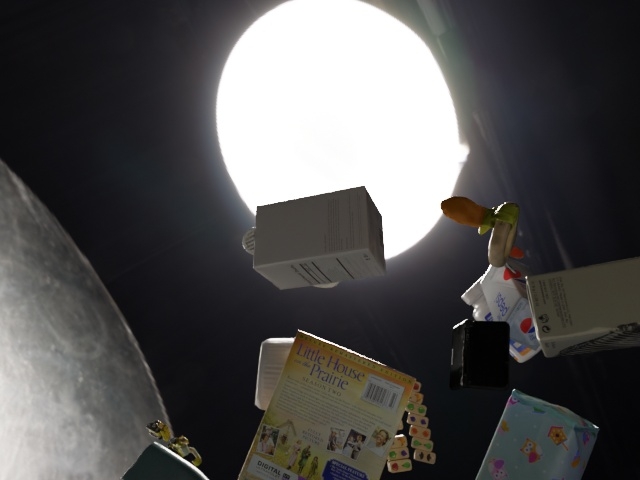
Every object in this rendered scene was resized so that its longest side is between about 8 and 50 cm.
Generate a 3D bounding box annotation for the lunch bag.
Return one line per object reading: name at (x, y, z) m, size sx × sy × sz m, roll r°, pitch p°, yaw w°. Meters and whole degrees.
lunch bag at (0.432, 0.430, 1.062) m, size 0.160 × 0.223 × 0.262 m, roll 21°, pitch -4°, yaw 40°

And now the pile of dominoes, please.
pile of dominoes at (0.207, 0.499, 1.487) m, size 0.040 × 0.196 × 0.251 m, roll 104°, pitch -20°, yaw -69°

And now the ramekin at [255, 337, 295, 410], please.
ramekin at (-0.113, 0.360, 1.450) m, size 0.207 × 0.109 × 0.207 m, roll -173°, pitch -90°, yaw -83°

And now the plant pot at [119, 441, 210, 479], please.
plant pot at (-0.218, 0.516, 0.860) m, size 0.252 × 0.248 × 0.247 m, roll -6°, pitch -57°, yaw 44°

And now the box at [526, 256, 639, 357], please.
box at (0.420, 0.080, 0.700) m, size 0.113 × 0.275 × 0.094 m, roll 40°, pitch 43°, yaw -54°

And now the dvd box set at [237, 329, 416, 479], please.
dvd box set at (0.009, 0.462, 1.270) m, size 0.307 × 0.420 × 0.062 m, roll 20°, pitch -9°, yaw 12°

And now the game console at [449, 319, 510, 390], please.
game console at (0.288, 0.212, 0.985) m, size 0.107 × 0.071 × 0.122 m, roll 110°, pitch -10°, yaw -68°

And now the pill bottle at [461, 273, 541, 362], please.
pill bottle at (0.584, 0.238, 1.711) m, size 0.272 × 0.152 × 0.152 m, roll 47°, pitch -20°, yaw 14°

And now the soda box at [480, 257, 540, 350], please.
soda box at (0.443, 0.128, 1.229) m, size 0.091 × 0.098 × 0.286 m, roll 25°, pitch 20°, yaw 0°

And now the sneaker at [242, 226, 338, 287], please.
sneaker at (-0.075, 0.041, 1.668) m, size 0.321 × 0.126 × 0.127 m, roll 26°, pitch 5°, yaw 6°

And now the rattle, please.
rattle at (0.320, -0.006, 1.059) m, size 0.199 × 0.143 × 0.130 m, roll 28°, pitch 62°, yaw -66°

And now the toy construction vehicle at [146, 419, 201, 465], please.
toy construction vehicle at (-0.274, 0.382, 1.024) m, size 0.098 × 0.035 × 0.086 m, roll 11°, pitch -52°, yaw 32°

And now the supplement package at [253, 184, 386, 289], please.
supplement package at (0.000, 0.000, 1.357) m, size 0.175 × 0.293 × 0.177 m, roll 49°, pitch 36°, yaw -59°
